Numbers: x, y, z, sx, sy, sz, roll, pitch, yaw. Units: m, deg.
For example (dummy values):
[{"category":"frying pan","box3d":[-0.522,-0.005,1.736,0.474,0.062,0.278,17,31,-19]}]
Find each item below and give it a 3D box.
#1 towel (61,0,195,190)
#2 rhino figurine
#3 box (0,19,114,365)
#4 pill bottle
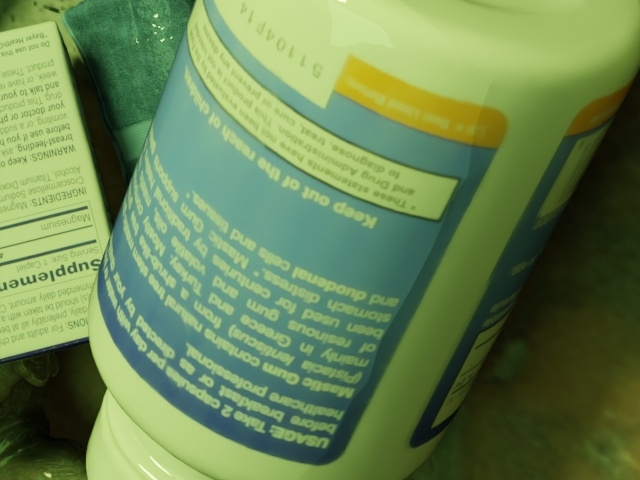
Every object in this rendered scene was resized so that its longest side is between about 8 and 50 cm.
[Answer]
[{"category":"towel","box3d":[-0.067,-0.055,0.814,0.067,0.029,0.119,-11,99,39]},{"category":"rhino figurine","box3d":[-0.160,0.059,0.902,0.106,0.073,0.243,-27,90,37]},{"category":"box","box3d":[-0.156,-0.012,0.808,0.072,0.126,0.137,160,96,-84]},{"category":"pill bottle","box3d":[0.000,0.000,0.701,0.152,0.152,0.272,39,126,20]}]
